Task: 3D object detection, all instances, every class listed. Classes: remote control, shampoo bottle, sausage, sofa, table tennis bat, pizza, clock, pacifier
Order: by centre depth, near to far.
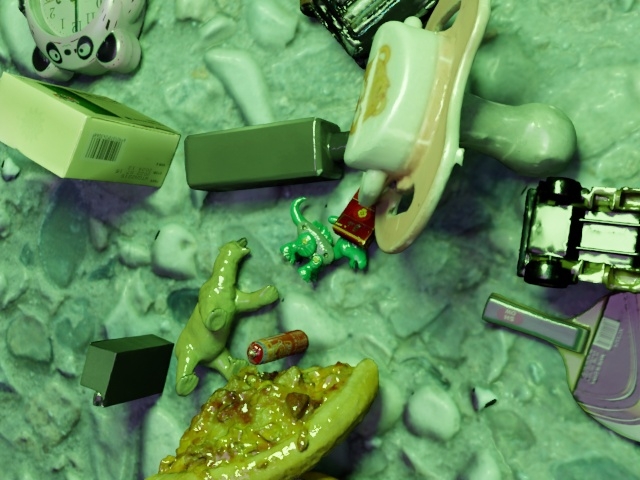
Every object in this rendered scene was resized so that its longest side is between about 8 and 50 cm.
[{"bbox_3d":[0.142,-0.139,0.893,0.273,0.220,0.332,10,81,26],"label":"pacifier"},{"bbox_3d":[0.334,0.126,0.907,0.301,0.022,0.173,21,97,23],"label":"table tennis bat"},{"bbox_3d":[0.158,-0.387,0.956,0.399,0.062,0.144,-40,89,17],"label":"remote control"},{"bbox_3d":[-0.084,0.227,1.011,0.336,0.086,0.226,-29,31,-6],"label":"pizza"},{"bbox_3d":[-0.059,0.141,1.037,0.034,0.129,0.034,0,91,26],"label":"sausage"},{"bbox_3d":[-0.064,-0.115,1.071,0.246,0.080,0.079,-4,88,26],"label":"shampoo bottle"},{"bbox_3d":[-0.282,0.184,1.135,0.060,0.147,0.085,15,95,22],"label":"sofa"},{"bbox_3d":[-0.367,-0.378,1.222,0.228,0.090,0.247,-1,90,26],"label":"clock"}]

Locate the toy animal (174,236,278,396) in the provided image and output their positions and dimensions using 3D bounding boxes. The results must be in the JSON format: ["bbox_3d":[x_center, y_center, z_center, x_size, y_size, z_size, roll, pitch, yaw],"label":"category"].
[{"bbox_3d":[-0.146,0.106,1.113,0.101,0.103,0.218,39,111,46],"label":"toy animal"}]

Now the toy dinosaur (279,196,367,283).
[{"bbox_3d":[0.000,0.000,1.058,0.096,0.059,0.132,-38,78,8],"label":"toy dinosaur"}]

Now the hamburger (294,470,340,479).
[{"bbox_3d":[-0.019,0.407,0.992,0.246,0.170,0.246,5,104,23],"label":"hamburger"}]

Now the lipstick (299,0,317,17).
[{"bbox_3d":[-0.004,-0.482,1.062,0.057,0.057,0.356,-2,88,26],"label":"lipstick"}]

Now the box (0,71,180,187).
[{"bbox_3d":[-0.336,-0.155,1.133,0.168,0.212,0.095,26,101,23],"label":"box"}]

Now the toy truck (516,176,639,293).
[{"bbox_3d":[0.347,0.005,0.846,0.257,0.127,0.127,6,84,26],"label":"toy truck"}]

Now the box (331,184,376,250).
[{"bbox_3d":[0.059,-0.034,1.024,0.051,0.023,0.082,29,76,25],"label":"box"}]
